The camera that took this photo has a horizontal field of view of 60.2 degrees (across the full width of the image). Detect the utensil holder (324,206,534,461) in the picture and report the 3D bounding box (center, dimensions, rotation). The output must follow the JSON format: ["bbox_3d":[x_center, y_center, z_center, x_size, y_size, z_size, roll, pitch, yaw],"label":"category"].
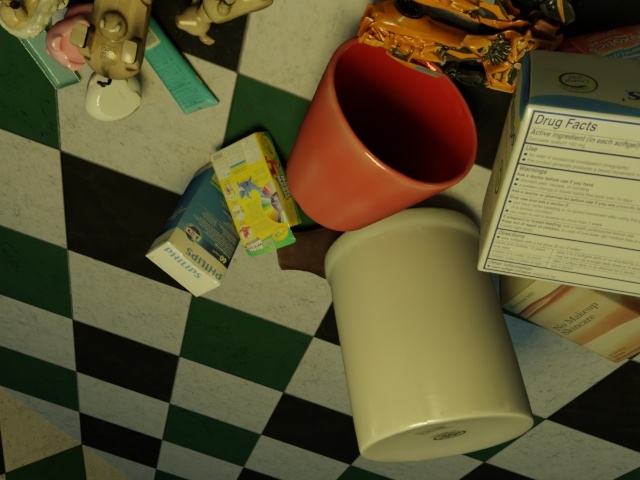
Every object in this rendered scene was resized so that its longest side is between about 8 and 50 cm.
[{"bbox_3d":[0.193,0.186,1.048,0.328,0.385,0.327,-6,148,-4],"label":"utensil holder"}]

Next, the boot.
[{"bbox_3d":[0.000,0.000,1.193,0.207,0.090,0.248,7,139,7],"label":"boot"}]

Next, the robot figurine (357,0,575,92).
[{"bbox_3d":[0.212,-0.307,0.803,0.291,0.085,0.211,16,150,-9],"label":"robot figurine"}]

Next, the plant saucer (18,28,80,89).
[{"bbox_3d":[-0.527,-0.375,1.030,0.067,0.018,0.192,-8,132,23],"label":"plant saucer"}]

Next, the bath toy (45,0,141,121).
[{"bbox_3d":[-0.417,-0.367,0.931,0.129,0.151,0.348,39,160,44],"label":"bath toy"}]

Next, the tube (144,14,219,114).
[{"bbox_3d":[-0.272,-0.316,0.995,0.080,0.052,0.207,-7,137,29],"label":"tube"}]

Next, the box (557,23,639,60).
[{"bbox_3d":[0.454,-0.157,0.858,0.142,0.154,0.300,-5,133,21],"label":"box"}]

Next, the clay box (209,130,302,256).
[{"bbox_3d":[-0.123,-0.088,1.092,0.127,0.053,0.222,-18,94,32],"label":"clay box"}]

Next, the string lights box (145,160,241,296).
[{"bbox_3d":[-0.227,-0.033,1.107,0.077,0.259,0.133,-25,122,35],"label":"string lights box"}]

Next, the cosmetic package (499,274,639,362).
[{"bbox_3d":[0.530,0.113,1.120,0.296,0.129,0.153,25,137,-8],"label":"cosmetic package"}]

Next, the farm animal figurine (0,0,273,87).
[{"bbox_3d":[-0.261,-0.377,0.831,0.330,0.172,0.326,31,93,-15],"label":"farm animal figurine"}]

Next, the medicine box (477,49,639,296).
[{"bbox_3d":[0.375,-0.080,0.744,0.264,0.149,0.289,10,135,9],"label":"medicine box"}]

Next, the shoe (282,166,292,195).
[{"bbox_3d":[-0.008,-0.112,1.090,0.219,0.076,0.058,8,99,22],"label":"shoe"}]

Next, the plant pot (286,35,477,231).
[{"bbox_3d":[0.077,-0.150,0.916,0.275,0.274,0.243,30,144,-14],"label":"plant pot"}]
